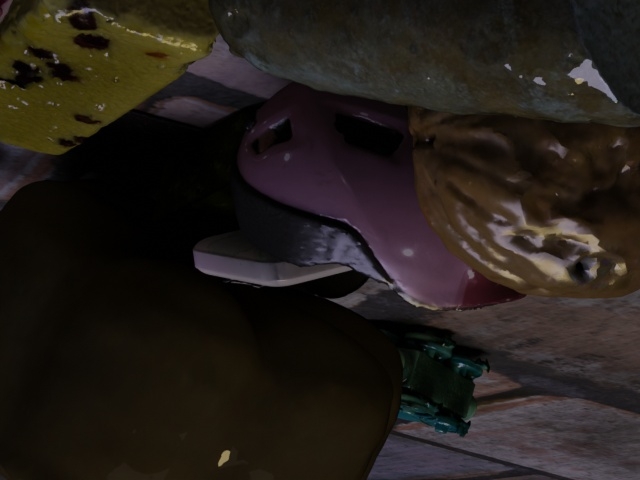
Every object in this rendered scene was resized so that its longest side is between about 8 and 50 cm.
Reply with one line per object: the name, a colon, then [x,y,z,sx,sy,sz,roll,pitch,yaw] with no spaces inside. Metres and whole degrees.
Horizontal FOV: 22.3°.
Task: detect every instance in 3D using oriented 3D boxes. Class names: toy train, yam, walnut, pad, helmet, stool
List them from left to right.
pad: [-0.074,-0.062,1.635,0.330,0.004,0.220,15,163,-11]
stool: [0.000,0.000,1.619,0.096,0.096,0.110,0,155,35]
helmet: [0.055,-0.056,1.294,0.253,0.198,0.154,3,119,3]
toy train: [0.116,0.182,2.151,0.163,0.112,0.203,6,162,37]
yam: [0.073,-0.147,1.035,0.330,0.133,0.133,9,165,33]
walnut: [0.172,-0.055,1.153,0.245,0.198,0.198,10,167,-28]

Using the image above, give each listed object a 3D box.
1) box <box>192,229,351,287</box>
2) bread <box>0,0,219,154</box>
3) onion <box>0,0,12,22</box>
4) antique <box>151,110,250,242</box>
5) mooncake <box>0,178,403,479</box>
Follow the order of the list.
box: [0.038,-0.006,1.431,0.285,0.044,0.142,-14,-169,-34]
bread: [-0.205,-0.150,1.296,0.138,0.077,0.361,18,163,-24]
onion: [-0.262,-0.210,0.923,0.207,0.216,0.206,24,-177,-24]
antique: [-0.069,-0.060,1.495,0.081,0.080,0.221,20,158,-27]
mooncake: [-0.140,0.129,1.645,0.467,0.262,0.467,25,-171,-4]
